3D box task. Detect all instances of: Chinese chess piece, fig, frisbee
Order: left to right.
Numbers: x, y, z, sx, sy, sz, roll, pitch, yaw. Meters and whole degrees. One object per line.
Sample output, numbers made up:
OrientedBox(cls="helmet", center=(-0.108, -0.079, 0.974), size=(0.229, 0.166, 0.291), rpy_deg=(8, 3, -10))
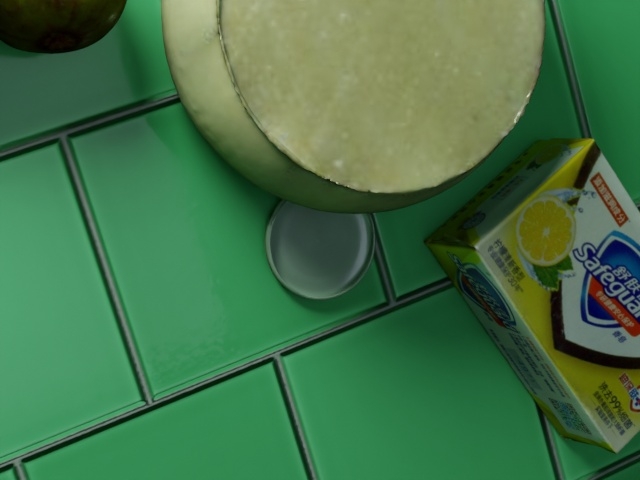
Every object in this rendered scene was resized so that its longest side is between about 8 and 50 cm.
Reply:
OrientedBox(cls="fig", center=(-0.230, -0.262, 1.154), size=(0.124, 0.124, 0.236), rpy_deg=(-12, 76, -22))
OrientedBox(cls="frisbee", center=(0.000, 0.000, 1.313), size=(0.110, 0.014, 0.110), rpy_deg=(-3, 96, -25))
OrientedBox(cls="Chinese chess piece", center=(0.032, -0.191, 1.235), size=(0.338, 0.140, 0.338), rpy_deg=(-2, 94, -25))

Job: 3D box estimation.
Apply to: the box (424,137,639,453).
OrientedBox(cls="box", center=(0.245, 0.051, 1.379), size=(0.168, 0.097, 0.265), rpy_deg=(-39, 109, -15))
